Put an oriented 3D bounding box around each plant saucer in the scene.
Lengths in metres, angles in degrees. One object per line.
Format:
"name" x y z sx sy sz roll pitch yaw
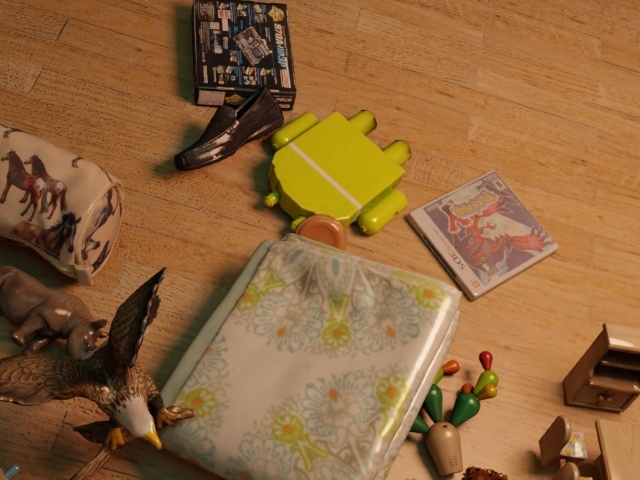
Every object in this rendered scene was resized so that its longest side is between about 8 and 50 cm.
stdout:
"plant saucer" 0.000 0.000 1.422 0.083 0.084 0.013 18 12 -3

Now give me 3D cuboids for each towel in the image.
"towel" -0.015 0.171 1.230 0.320 0.090 0.375 17 58 25

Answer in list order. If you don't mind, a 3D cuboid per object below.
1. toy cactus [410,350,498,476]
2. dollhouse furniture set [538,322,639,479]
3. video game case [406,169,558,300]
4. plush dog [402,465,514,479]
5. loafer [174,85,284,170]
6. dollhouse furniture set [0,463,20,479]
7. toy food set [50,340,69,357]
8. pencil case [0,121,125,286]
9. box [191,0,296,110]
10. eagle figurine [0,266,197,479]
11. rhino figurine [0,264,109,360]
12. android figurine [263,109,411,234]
"toy cactus" 0.174 0.246 1.306 0.218 0.112 0.181 -5 70 -26
"dollhouse furniture set" 0.443 0.267 1.290 0.212 0.161 0.242 10 48 -8
"video game case" 0.277 -0.014 1.527 0.201 0.023 0.183 -26 69 -27
"plush dog" 0.199 0.414 1.122 0.210 0.225 0.263 8 57 -9
"loafer" -0.156 -0.184 1.482 0.223 0.076 0.078 -36 112 -33
"dollhouse furniture set" -0.382 0.327 0.943 0.303 0.286 0.198 13 45 45
"toy food set" -0.319 0.170 1.267 0.122 0.019 0.078 7 58 -9
"pencil case" -0.482 -0.081 1.299 0.410 0.160 0.184 23 66 1
"box" -0.139 -0.336 1.605 0.175 0.051 0.220 1 59 -14
"eagle figurine" -0.252 0.155 1.049 0.225 0.298 0.226 9 56 22
"rhino figurine" -0.383 0.111 1.246 0.243 0.073 0.106 25 56 11
"android figurine" 0.025 -0.113 1.506 0.248 0.056 0.273 41 58 12
